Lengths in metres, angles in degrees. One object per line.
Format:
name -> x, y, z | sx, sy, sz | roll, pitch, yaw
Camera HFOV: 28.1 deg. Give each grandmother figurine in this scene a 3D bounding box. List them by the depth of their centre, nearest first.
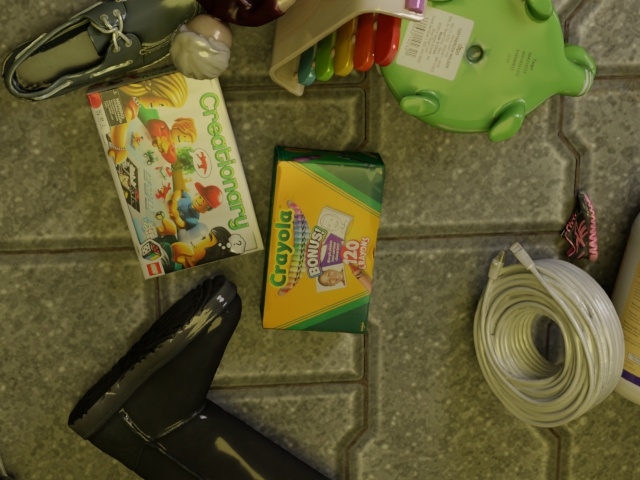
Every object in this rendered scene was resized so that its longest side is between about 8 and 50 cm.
grandmother figurine -> -0.099, -0.373, 1.766 | 0.104, 0.208, 0.342 | 23, 101, -51

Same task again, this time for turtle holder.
turtle holder -> 0.231, -0.287, 1.805 | 0.320, 0.227, 0.243 | -13, 111, -2

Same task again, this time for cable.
cable -> 0.349, 0.156, 1.982 | 0.089, 0.257, 0.257 | -15, 138, -42

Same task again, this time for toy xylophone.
toy xylophone -> 0.030, -0.333, 1.745 | 0.081, 0.322, 0.236 | 18, 75, -29

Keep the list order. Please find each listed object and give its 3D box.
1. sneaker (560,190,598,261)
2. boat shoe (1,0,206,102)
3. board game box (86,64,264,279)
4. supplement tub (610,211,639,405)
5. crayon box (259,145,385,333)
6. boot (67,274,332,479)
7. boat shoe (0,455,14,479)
sneaker -> 0.408, -0.020, 2.023 | 0.057, 0.047, 0.119 | -5, 110, 9
boat shoe -> -0.306, -0.282, 1.825 | 0.319, 0.099, 0.116 | -23, 107, 1
board game box -> -0.214, -0.107, 1.924 | 0.192, 0.053, 0.305 | -15, 111, 0
supplement tub -> 0.576, 0.083, 1.968 | 0.241, 0.241, 0.331 | 9, 110, -9
crayon box -> 0.000, 0.000, 1.969 | 0.165, 0.081, 0.279 | 3, 110, -7
boot -> -0.119, 0.310, 2.035 | 0.445, 0.146, 0.367 | 43, 111, -14
boat shoe -> -0.535, 0.418, 2.064 | 0.094, 0.109, 0.302 | -19, 108, 0
